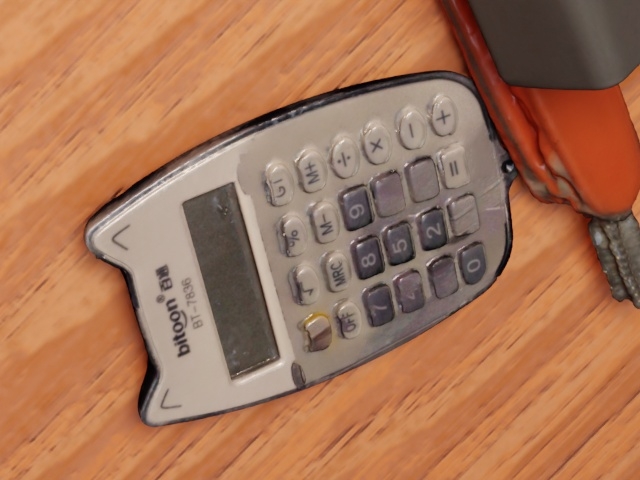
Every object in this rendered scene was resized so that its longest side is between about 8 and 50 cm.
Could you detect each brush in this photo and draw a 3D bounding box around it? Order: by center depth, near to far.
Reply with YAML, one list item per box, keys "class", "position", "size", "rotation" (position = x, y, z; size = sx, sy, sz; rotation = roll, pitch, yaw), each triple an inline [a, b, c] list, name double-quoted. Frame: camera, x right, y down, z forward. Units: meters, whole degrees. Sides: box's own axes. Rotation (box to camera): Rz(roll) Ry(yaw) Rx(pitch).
- class: "brush"
  position: [0.133, -0.086, 1.042]
  size: [0.070, 0.051, 0.323]
  rotation: [-44, 122, -29]

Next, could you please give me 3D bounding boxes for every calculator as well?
- class: "calculator"
  position: [0.000, 0.000, 1.043]
  size: [0.268, 0.040, 0.177]
  rotation: [-20, 120, -13]

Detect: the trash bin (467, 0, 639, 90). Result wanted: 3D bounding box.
- class: "trash bin"
  position: [0.125, -0.216, 0.918]
  size: [0.177, 0.101, 0.236]
  rotation: [-47, 125, -33]
